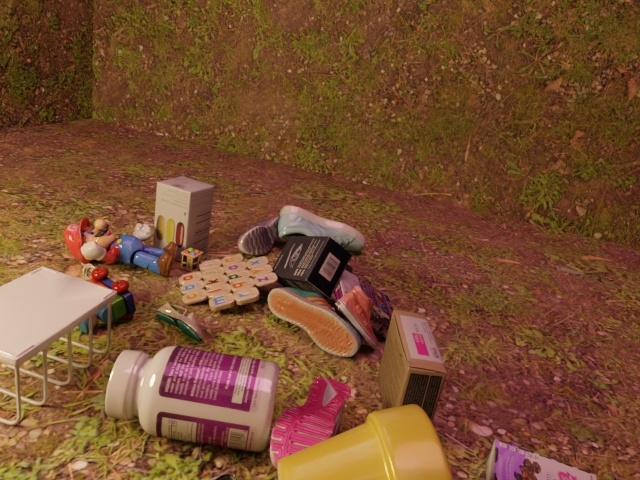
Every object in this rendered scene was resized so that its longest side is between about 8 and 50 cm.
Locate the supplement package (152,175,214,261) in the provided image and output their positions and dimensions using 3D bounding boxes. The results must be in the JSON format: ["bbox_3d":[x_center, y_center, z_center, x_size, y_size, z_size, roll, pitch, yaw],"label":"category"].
[{"bbox_3d":[-0.456,-0.072,1.686,0.138,0.244,0.134,17,21,19],"label":"supplement package"}]

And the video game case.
[{"bbox_3d":[0.132,0.184,1.502,0.210,0.042,0.232,31,16,-16],"label":"video game case"}]

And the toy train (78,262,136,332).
[{"bbox_3d":[-0.604,0.139,1.298,0.247,0.105,0.143,23,38,29],"label":"toy train"}]

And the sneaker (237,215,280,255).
[{"bbox_3d":[-0.235,-0.009,1.886,0.115,0.105,0.281,-8,12,26],"label":"sneaker"}]

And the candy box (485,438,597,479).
[{"bbox_3d":[0.414,0.481,0.947,0.196,0.070,0.165,16,21,15],"label":"candy box"}]

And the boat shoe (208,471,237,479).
[{"bbox_3d":[-0.215,0.429,0.770,0.077,0.070,0.219,23,24,30],"label":"boat shoe"}]

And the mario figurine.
[{"bbox_3d":[-0.599,0.001,1.525,0.320,0.170,0.198,14,-15,-13],"label":"mario figurine"}]

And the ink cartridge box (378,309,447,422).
[{"bbox_3d":[0.197,0.299,1.135,0.088,0.194,0.235,9,22,-3],"label":"ink cartridge box"}]

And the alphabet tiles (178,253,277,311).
[{"bbox_3d":[-0.277,0.119,1.517,0.277,0.021,0.284,-13,28,-15],"label":"alphabet tiles"}]

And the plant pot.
[{"bbox_3d":[0.061,0.399,0.776,0.238,0.254,0.254,-7,24,-6],"label":"plant pot"}]

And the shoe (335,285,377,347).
[{"bbox_3d":[0.119,0.204,1.349,0.081,0.178,0.063,-40,21,-8],"label":"shoe"}]

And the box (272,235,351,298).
[{"bbox_3d":[-0.034,0.076,1.526,0.108,0.153,0.207,40,-21,-31],"label":"box"}]

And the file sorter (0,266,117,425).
[{"bbox_3d":[-0.581,0.204,1.021,0.192,0.173,0.278,16,22,10],"label":"file sorter"}]

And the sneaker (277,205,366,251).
[{"bbox_3d":[0.000,0.000,1.952,0.365,0.135,0.150,19,63,-12],"label":"sneaker"}]

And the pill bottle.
[{"bbox_3d":[-0.237,0.294,0.967,0.301,0.170,0.169,10,21,-3],"label":"pill bottle"}]

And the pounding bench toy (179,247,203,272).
[{"bbox_3d":[-0.407,0.056,1.635,0.052,0.065,0.083,17,21,15],"label":"pounding bench toy"}]

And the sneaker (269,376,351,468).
[{"bbox_3d":[-0.016,0.367,0.964,0.102,0.111,0.252,18,19,22],"label":"sneaker"}]

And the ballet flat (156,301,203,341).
[{"bbox_3d":[-0.350,0.200,1.295,0.168,0.057,0.052,23,53,27],"label":"ballet flat"}]

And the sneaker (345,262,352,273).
[{"bbox_3d":[-0.015,0.055,1.780,0.226,0.086,0.163,11,30,-28],"label":"sneaker"}]

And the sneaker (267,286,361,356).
[{"bbox_3d":[0.002,0.207,1.394,0.302,0.108,0.121,30,22,28],"label":"sneaker"}]
